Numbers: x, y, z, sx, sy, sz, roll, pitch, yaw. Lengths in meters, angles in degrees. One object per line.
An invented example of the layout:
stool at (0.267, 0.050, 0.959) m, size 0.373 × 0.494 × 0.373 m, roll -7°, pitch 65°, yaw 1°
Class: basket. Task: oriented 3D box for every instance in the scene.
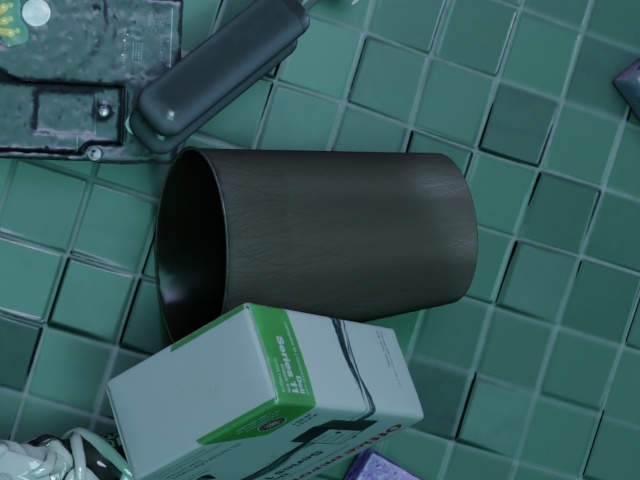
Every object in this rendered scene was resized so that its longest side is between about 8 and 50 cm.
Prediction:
basket at (0.000, 0.000, 1.517) m, size 0.227 × 0.204 × 0.154 m, roll -7°, pitch 59°, yaw -21°

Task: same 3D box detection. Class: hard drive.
hard drive at (-0.279, -0.182, 1.477) m, size 0.339 × 0.064 × 0.236 m, roll 1°, pitch 95°, yaw -15°

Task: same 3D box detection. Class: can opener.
can opener at (-0.053, -0.178, 1.502) m, size 0.093 × 0.074 × 0.280 m, roll 42°, pitch 65°, yaw 4°

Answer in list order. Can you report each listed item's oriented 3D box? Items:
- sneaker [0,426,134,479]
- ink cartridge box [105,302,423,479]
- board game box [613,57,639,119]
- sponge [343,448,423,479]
sneaker at (-0.260, 0.174, 1.486) m, size 0.257 × 0.169 × 0.447 m, roll -38°, pitch 111°, yaw -17°
ink cartridge box at (-0.039, 0.126, 1.471) m, size 0.153 × 0.208 × 0.086 m, roll -31°, pitch 66°, yaw 28°
board game box at (0.477, -0.114, 1.679) m, size 0.318 × 0.066 × 0.318 m, roll -38°, pitch 103°, yaw -8°
sponge at (0.097, 0.280, 1.633) m, size 0.210 × 0.031 × 0.117 m, roll 31°, pitch 87°, yaw -16°
